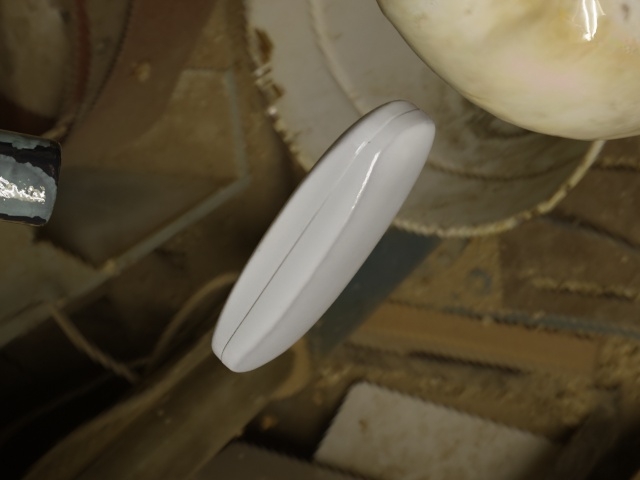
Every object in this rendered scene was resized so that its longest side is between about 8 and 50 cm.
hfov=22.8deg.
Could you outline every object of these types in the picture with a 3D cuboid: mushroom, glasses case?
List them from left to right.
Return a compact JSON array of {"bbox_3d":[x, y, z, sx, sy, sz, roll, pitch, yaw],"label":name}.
[{"bbox_3d":[0.000,0.000,1.090,0.059,0.092,0.233,44,121,15],"label":"glasses case"},{"bbox_3d":[0.203,-0.237,1.038,0.353,0.353,0.325,11,137,27],"label":"mushroom"}]

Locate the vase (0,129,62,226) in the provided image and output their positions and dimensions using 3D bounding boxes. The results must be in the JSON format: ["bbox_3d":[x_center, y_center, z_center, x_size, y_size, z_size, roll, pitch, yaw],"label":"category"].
[{"bbox_3d":[-0.272,-0.053,0.997,0.211,0.060,0.060,9,128,-18],"label":"vase"}]
